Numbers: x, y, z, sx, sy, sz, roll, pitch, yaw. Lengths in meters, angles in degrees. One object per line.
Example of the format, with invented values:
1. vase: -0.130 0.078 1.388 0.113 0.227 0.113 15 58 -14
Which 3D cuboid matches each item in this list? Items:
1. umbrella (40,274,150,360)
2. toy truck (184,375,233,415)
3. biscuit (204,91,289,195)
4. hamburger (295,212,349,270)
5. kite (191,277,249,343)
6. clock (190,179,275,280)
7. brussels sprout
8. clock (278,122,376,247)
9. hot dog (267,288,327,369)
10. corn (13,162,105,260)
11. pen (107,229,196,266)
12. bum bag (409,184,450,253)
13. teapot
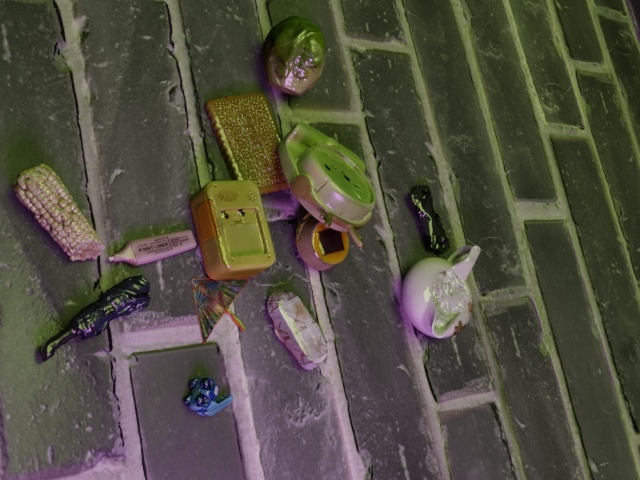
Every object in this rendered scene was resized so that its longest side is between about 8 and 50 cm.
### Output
1. umbrella: -0.422 0.142 1.453 0.248 0.071 0.071 -33 93 -40
2. toy truck: -0.220 0.315 1.541 0.090 0.056 0.073 35 60 -36
3. biscuit: -0.158 -0.230 1.803 0.172 0.029 0.254 -18 83 -38
4. hamburger: 0.000 0.000 1.794 0.126 0.081 0.141 -36 107 -36
5. kite: -0.214 0.135 1.637 0.159 0.010 0.190 43 55 -15
6. clock: -0.190 -0.023 1.659 0.143 0.096 0.202 -6 75 -34
7. brussels sprout: -0.067 -0.449 1.872 0.162 0.144 0.180 30 96 9
8. clock: 0.030 -0.120 1.769 0.235 0.096 0.308 27 32 -36
9. hot dog: -0.051 0.193 1.703 0.099 0.053 0.192 -35 91 -39
10. corn: -0.497 -0.047 1.461 0.087 0.087 0.210 -39 96 -38
11. pen: -0.346 0.016 1.576 0.197 0.032 0.053 -17 84 -39
12. bum bag: 0.293 -0.059 2.040 0.087 0.049 0.197 -13 80 -43
13. teapot: 0.302 0.130 1.919 0.204 0.139 0.298 36 56 -16
